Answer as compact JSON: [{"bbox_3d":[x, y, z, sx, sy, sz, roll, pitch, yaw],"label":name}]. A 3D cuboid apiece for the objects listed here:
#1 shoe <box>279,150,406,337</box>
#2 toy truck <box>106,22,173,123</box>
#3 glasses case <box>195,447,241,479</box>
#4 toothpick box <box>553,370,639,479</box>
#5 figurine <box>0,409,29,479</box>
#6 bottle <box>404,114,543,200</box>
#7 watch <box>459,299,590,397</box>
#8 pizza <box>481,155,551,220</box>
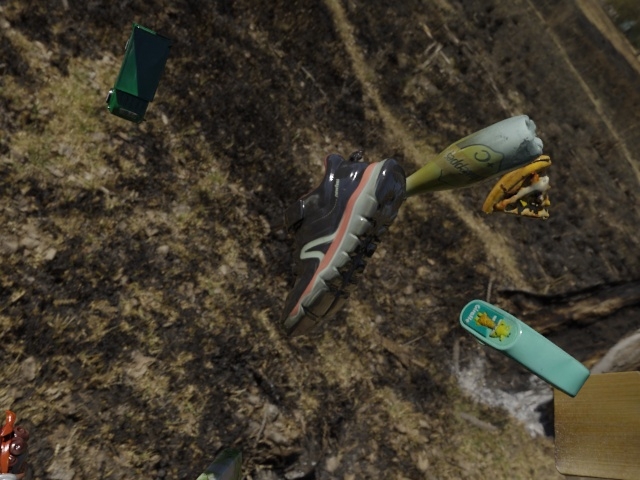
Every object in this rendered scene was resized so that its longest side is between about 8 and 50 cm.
[{"bbox_3d":[0.000,0.000,0.752,0.137,0.290,0.114,32,9,27],"label":"shoe"},{"bbox_3d":[-0.286,-0.258,0.846,0.065,0.147,0.079,18,19,-27],"label":"toy truck"},{"bbox_3d":[-0.292,0.665,1.442,0.272,0.062,0.095,-17,110,-74],"label":"glasses case"},{"bbox_3d":[0.630,0.383,1.042,0.308,0.190,0.187,21,63,-26],"label":"toothpick box"},{"bbox_3d":[-0.681,0.483,1.143,0.160,0.183,0.226,10,91,-8],"label":"figurine"},{"bbox_3d":[0.231,-0.122,0.907,0.083,0.270,0.083,31,47,-41],"label":"bottle"},{"bbox_3d":[0.340,0.178,0.923,0.195,0.068,0.237,33,-2,-27],"label":"watch"},{"bbox_3d":[0.474,-0.091,1.252,0.176,0.185,0.036,52,13,-25],"label":"pizza"}]
